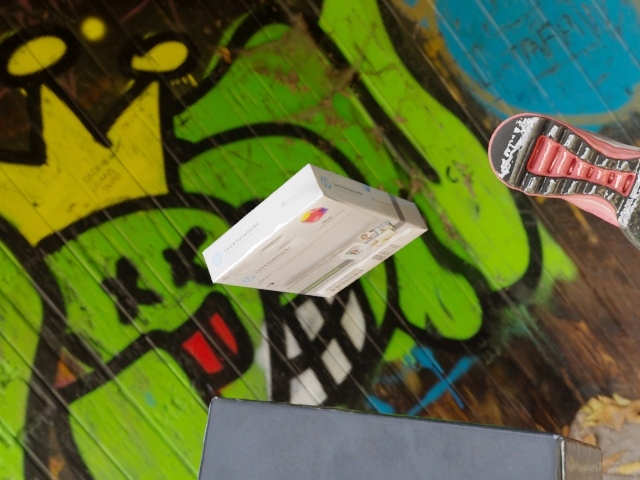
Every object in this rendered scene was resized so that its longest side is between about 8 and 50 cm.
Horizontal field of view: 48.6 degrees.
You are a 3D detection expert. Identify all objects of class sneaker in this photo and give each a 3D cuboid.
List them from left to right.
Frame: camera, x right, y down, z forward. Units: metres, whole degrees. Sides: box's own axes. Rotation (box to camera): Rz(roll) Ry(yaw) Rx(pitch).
[{"bbox_3d":[0.365,-0.075,0.850,0.136,0.313,0.116,-22,-42,-59],"label":"sneaker"}]

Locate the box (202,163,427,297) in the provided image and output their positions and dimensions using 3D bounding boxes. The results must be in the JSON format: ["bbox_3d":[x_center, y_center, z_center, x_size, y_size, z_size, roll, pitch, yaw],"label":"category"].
[{"bbox_3d":[0.000,0.000,0.699,0.145,0.038,0.186,-37,-27,27],"label":"box"}]

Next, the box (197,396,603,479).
[{"bbox_3d":[0.139,0.411,1.035,0.479,0.298,0.471,-1,-15,26],"label":"box"}]
